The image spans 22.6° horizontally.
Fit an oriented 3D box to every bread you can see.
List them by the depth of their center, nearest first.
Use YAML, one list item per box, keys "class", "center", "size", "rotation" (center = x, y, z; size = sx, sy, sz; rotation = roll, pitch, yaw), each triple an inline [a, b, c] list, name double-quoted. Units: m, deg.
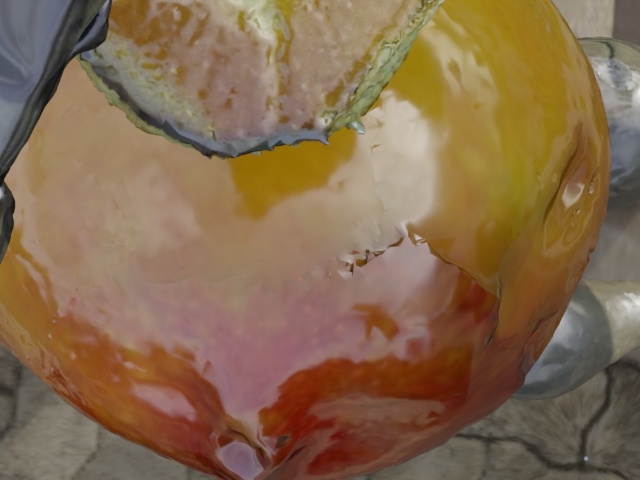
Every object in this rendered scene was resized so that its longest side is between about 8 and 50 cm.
- class: "bread"
  center: [-0.021, -0.096, 0.599]
  size: [0.128, 0.069, 0.140]
  rotation: [36, 100, -2]

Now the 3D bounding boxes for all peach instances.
- class: "peach"
  center: [-0.025, -0.045, 0.849]
  size: [0.372, 0.372, 0.290]
  rotation: [33, 126, 12]

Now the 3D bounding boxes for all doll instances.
- class: "doll"
  center: [0.274, -0.044, 1.756]
  size: [0.382, 0.252, 0.378]
  rotation: [-11, 104, -15]

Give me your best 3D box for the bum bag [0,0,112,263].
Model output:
- class: "bum bag"
  center: [-0.121, -0.148, 0.422]
  size: [0.144, 0.095, 0.340]
  rotation: [-35, 61, 40]
